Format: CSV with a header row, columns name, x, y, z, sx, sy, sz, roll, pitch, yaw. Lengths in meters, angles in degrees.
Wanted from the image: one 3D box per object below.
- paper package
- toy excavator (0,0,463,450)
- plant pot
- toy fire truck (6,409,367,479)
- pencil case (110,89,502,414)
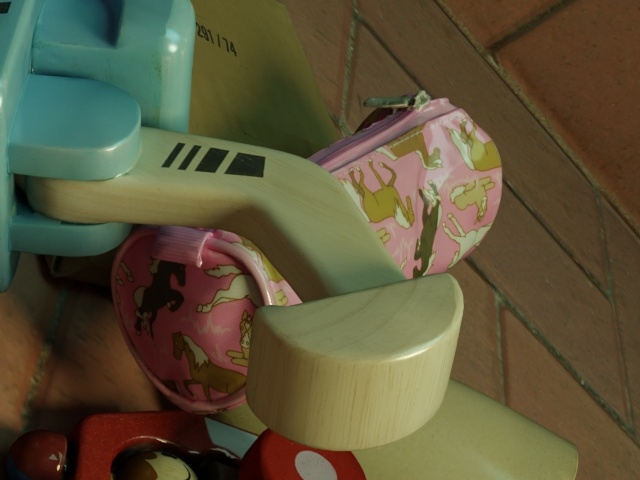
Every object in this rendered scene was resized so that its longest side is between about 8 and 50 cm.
name,x,y,z,sx,sy,sz,roll,pitch,yaw
paper package,-0.135,-0.106,1.474,0.325,0.168,0.309,16,48,-57
toy excavator,-0.135,-0.065,1.060,0.433,0.445,0.222,-88,-176,-49
plant pot,0.037,0.196,1.381,0.274,0.256,0.256,38,26,-2
toy fire truck,-0.110,0.234,1.143,0.254,0.169,0.302,24,35,-21
pencil case,0.000,0.000,1.293,0.386,0.160,0.167,-32,93,-50
